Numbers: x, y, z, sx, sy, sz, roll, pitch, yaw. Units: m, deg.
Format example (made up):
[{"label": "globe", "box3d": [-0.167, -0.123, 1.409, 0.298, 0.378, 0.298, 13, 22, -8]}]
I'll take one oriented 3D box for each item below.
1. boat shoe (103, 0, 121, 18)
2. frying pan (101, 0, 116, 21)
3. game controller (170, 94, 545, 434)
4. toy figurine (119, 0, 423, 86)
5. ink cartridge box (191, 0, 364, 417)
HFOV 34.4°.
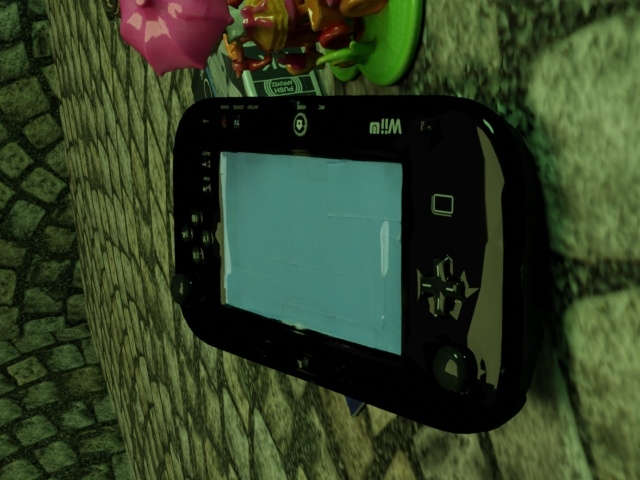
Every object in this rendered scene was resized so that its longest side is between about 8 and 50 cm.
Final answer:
[{"label": "boat shoe", "box3d": [-0.190, -0.324, 0.875, 0.342, 0.123, 0.123, 107, 148, -56]}, {"label": "frying pan", "box3d": [-0.270, -0.425, 1.354, 0.326, 0.053, 0.197, 122, 135, -62]}, {"label": "game controller", "box3d": [0.000, 0.000, 0.599, 0.319, 0.067, 0.167, 10, 111, 52]}, {"label": "toy figurine", "box3d": [-0.044, -0.141, 0.624, 0.173, 0.159, 0.130, 143, 115, -71]}, {"label": "ink cartridge box", "box3d": [-0.030, -0.035, 0.802, 0.165, 0.065, 0.333, 114, 141, -60]}]
